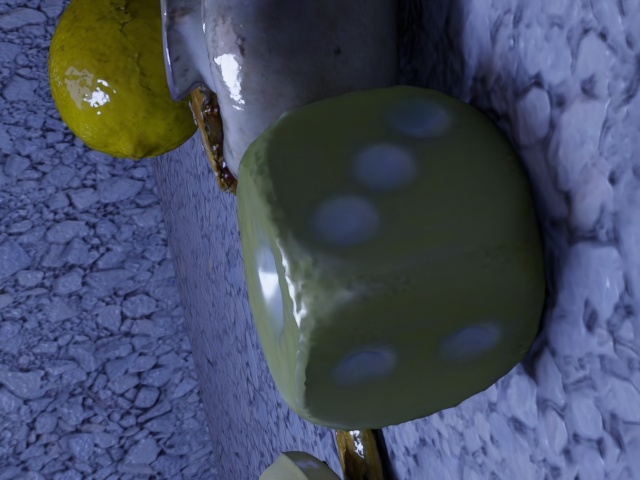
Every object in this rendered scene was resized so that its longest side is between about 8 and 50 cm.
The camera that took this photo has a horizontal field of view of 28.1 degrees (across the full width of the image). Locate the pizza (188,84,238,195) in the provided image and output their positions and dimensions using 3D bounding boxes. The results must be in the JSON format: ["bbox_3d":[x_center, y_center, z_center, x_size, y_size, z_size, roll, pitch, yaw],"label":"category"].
[{"bbox_3d":[-0.131,-0.155,1.760,0.154,0.069,0.194,-137,30,-70],"label":"pizza"}]

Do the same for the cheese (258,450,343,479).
[{"bbox_3d":[0.029,0.396,1.335,0.316,0.128,0.259,51,159,33],"label":"cheese"}]

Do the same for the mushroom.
[{"bbox_3d":[-0.027,-0.145,0.961,0.255,0.184,0.255,174,90,-82],"label":"mushroom"}]

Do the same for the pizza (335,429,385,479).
[{"bbox_3d":[0.046,0.238,1.383,0.099,0.035,0.160,148,110,-77],"label":"pizza"}]

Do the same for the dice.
[{"bbox_3d":[0.042,0.011,0.852,0.169,0.169,0.166,93,160,-50],"label":"dice"}]

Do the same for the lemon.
[{"bbox_3d":[-0.293,-0.267,1.974,0.253,0.253,0.310,106,152,-66],"label":"lemon"}]
